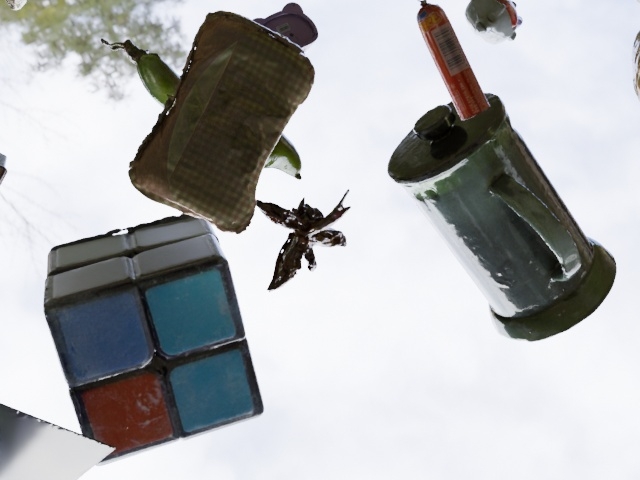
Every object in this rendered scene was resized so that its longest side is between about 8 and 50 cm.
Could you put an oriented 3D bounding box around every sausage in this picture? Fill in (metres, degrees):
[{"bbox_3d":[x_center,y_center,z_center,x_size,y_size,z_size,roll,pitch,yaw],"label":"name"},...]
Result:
[{"bbox_3d":[0.130,-0.187,0.945,0.034,0.129,0.034,-27,-173,4],"label":"sausage"}]

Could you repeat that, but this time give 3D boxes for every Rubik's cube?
[{"bbox_3d":[-0.300,0.161,1.657,0.316,0.318,0.313,-16,-161,-11],"label":"Rubik's cube"}]

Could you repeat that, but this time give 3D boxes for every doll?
[{"bbox_3d":[0.277,-0.362,1.487,0.102,0.075,0.227,41,-147,-4],"label":"doll"}]

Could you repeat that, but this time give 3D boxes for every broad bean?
[{"bbox_3d":[-0.140,-0.166,1.218,0.067,0.325,0.075,-34,-141,30],"label":"broad bean"}]

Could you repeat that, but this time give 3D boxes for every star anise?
[{"bbox_3d":[-0.006,-0.007,1.364,0.158,0.141,0.144,-24,-160,-29],"label":"star anise"}]

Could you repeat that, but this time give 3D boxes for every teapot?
[{"bbox_3d":[0.251,-0.035,1.266,0.200,0.337,0.270,-40,-158,-3],"label":"teapot"}]

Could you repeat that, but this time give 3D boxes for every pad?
[{"bbox_3d":[-0.475,0.289,1.340,0.202,0.299,0.005,-40,-146,34],"label":"pad"}]

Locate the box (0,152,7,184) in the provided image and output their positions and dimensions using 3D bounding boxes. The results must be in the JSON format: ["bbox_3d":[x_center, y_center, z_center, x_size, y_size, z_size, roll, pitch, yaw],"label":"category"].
[{"bbox_3d":[-0.388,-0.081,1.009,0.060,0.084,0.063,-57,-158,15],"label":"box"}]

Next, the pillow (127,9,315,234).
[{"bbox_3d":[-0.097,-0.123,0.943,0.135,0.034,0.211,25,-96,-7],"label":"pillow"}]

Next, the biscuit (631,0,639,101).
[{"bbox_3d":[0.327,-0.195,0.626,0.343,0.287,0.057,19,-136,-15],"label":"biscuit"}]

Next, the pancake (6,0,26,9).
[{"bbox_3d":[-0.387,-0.341,1.085,0.025,0.152,0.151,-30,-130,-13],"label":"pancake"}]

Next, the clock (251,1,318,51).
[{"bbox_3d":[-0.089,-0.468,2.120,0.152,0.050,0.110,-27,-93,-10],"label":"clock"}]
